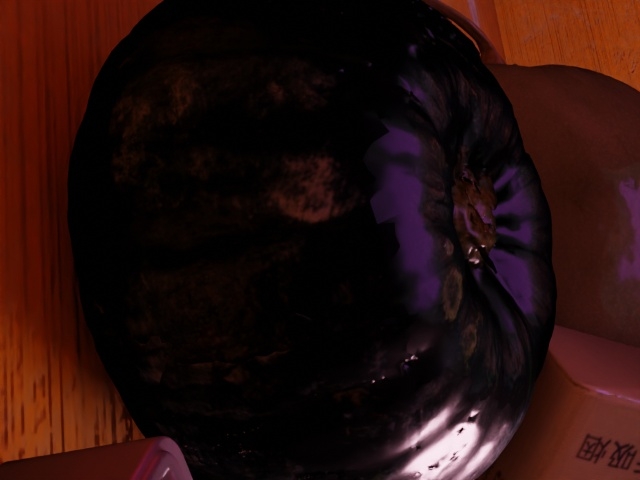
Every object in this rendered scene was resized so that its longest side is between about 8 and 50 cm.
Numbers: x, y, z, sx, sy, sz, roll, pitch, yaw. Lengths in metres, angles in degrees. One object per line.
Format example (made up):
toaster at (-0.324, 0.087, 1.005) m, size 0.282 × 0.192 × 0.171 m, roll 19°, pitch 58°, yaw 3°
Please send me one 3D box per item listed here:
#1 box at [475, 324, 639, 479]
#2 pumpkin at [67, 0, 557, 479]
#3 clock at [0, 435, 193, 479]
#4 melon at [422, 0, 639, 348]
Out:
box at (0.128, 0.180, 0.554) m, size 0.071 × 0.168 × 0.259 m, roll -119°, pitch -133°, yaw -64°
pumpkin at (0.000, 0.000, 0.461) m, size 0.233 × 0.163 × 0.233 m, roll 36°, pitch 48°, yaw -54°
clock at (-0.066, 0.160, 0.277) m, size 0.197 × 0.063 × 0.150 m, roll -63°, pitch 138°, yaw -68°
melon at (0.110, 0.033, 0.671) m, size 0.272 × 0.271 × 0.308 m, roll -3°, pitch 112°, yaw -75°
